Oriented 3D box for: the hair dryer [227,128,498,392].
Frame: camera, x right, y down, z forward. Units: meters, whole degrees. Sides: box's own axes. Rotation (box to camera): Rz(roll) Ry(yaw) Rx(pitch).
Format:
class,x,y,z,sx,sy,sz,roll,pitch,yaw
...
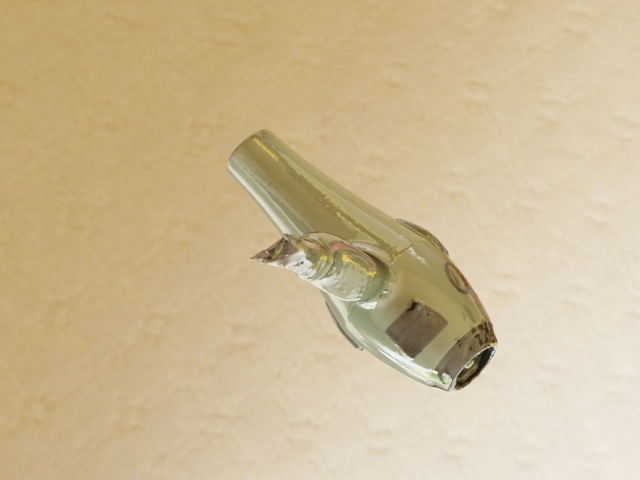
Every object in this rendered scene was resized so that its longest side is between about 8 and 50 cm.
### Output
class,x,y,z,sx,sy,sz,roll,pitch,yaw
hair dryer,-0.013,-0.016,1.096,0.092,0.229,0.267,-48,141,6
